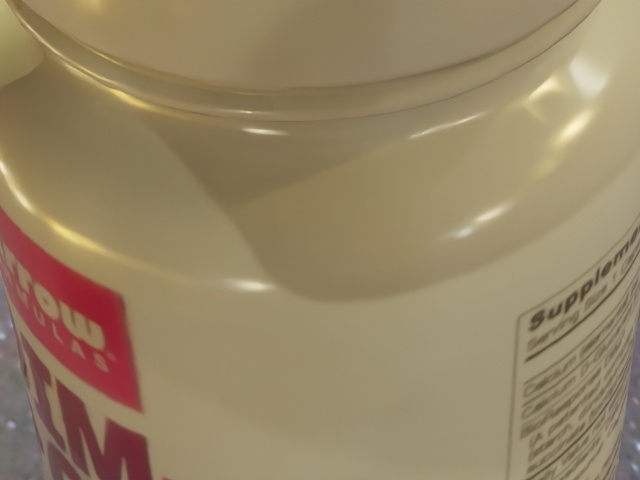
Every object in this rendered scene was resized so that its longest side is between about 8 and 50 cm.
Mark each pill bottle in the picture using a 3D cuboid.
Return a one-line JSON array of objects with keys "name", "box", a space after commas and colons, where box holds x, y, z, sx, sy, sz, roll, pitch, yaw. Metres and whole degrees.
[{"name": "pill bottle", "box": [0.000, 0.000, 0.438, 0.160, 0.283, 0.160, -1, -137, 1]}]
